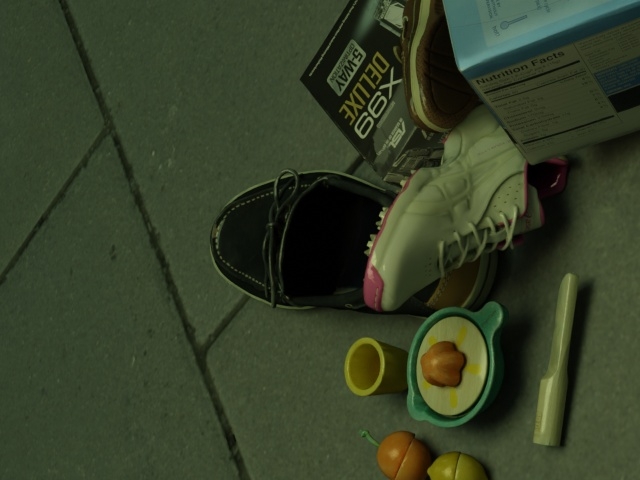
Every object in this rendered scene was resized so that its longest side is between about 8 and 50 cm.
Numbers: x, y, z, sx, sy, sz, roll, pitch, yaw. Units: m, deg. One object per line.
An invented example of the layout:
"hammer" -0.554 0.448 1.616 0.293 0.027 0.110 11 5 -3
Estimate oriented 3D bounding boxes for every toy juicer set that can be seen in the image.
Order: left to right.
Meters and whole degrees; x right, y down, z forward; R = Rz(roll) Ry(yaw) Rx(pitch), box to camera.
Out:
"toy juicer set" 0.154 0.175 1.838 0.329 0.089 0.209 -25 64 43

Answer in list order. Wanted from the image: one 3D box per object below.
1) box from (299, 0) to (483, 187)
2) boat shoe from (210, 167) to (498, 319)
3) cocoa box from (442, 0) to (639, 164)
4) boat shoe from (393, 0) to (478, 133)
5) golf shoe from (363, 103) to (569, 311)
"box" 0.126 -0.249 2.040 0.307 0.076 0.242 -57 41 20
"boat shoe" 0.000 0.000 2.049 0.500 0.156 0.186 10 87 53
"cocoa box" 0.252 -0.300 1.726 0.231 0.228 0.347 -20 60 19
"boat shoe" 0.129 -0.216 1.882 0.095 0.095 0.257 -33 35 46
"golf shoe" 0.158 -0.027 1.791 0.140 0.115 0.306 25 54 21
